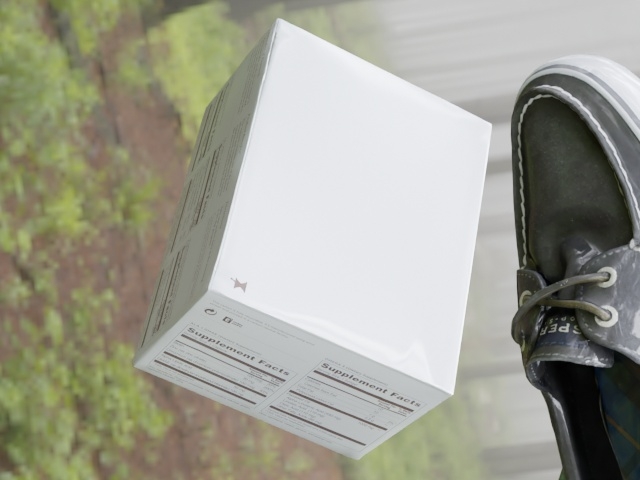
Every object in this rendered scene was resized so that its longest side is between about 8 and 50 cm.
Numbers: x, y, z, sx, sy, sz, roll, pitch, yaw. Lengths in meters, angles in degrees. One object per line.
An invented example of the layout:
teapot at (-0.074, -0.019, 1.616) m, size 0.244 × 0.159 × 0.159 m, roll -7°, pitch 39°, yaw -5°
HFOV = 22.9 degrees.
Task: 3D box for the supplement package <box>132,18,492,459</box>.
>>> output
supplement package at (0.000, 0.000, 1.234) m, size 0.145 × 0.204 × 0.261 m, roll -43°, pitch -152°, yaw 51°

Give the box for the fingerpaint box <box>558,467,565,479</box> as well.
fingerpaint box at (0.312, 0.441, 1.433) m, size 0.445 × 0.163 × 0.371 m, roll -131°, pitch -124°, yaw -71°

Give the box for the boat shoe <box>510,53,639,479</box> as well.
boat shoe at (0.108, 0.042, 0.594) m, size 0.076 × 0.080 × 0.228 m, roll -13°, pitch 90°, yaw -43°
